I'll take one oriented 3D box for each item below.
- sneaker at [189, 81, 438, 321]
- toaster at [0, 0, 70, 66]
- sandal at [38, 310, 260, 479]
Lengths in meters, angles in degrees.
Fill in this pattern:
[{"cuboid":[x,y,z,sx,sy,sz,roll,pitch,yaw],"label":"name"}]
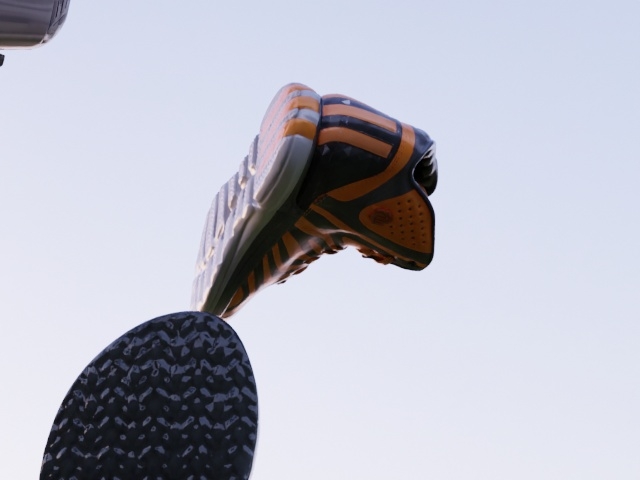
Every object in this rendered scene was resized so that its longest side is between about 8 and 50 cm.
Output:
[{"cuboid":[0.000,0.000,1.113,0.180,0.125,0.321,15,-33,-17],"label":"sneaker"},{"cuboid":[-0.292,-0.263,1.067,0.146,0.227,0.129,1,13,-42],"label":"toaster"},{"cuboid":[-0.154,0.276,1.024,0.167,0.446,0.107,10,-10,1],"label":"sandal"}]
